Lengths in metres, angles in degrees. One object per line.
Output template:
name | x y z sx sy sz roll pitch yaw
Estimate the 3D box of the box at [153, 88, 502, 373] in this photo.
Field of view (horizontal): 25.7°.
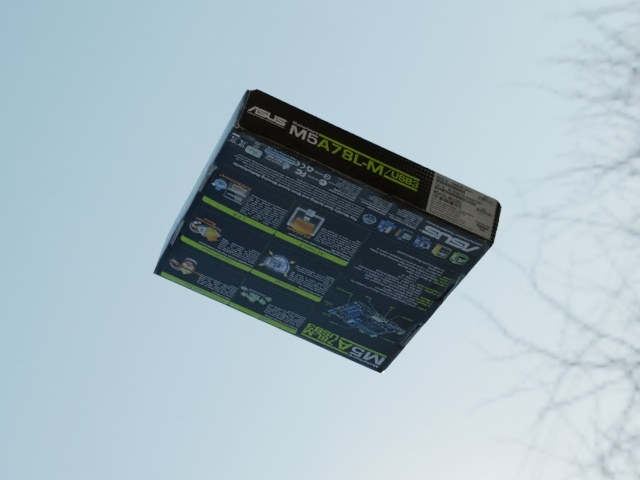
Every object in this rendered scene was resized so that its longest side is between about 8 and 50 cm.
box | 0.000 0.000 0.974 0.190 0.184 0.045 24 -128 -8
